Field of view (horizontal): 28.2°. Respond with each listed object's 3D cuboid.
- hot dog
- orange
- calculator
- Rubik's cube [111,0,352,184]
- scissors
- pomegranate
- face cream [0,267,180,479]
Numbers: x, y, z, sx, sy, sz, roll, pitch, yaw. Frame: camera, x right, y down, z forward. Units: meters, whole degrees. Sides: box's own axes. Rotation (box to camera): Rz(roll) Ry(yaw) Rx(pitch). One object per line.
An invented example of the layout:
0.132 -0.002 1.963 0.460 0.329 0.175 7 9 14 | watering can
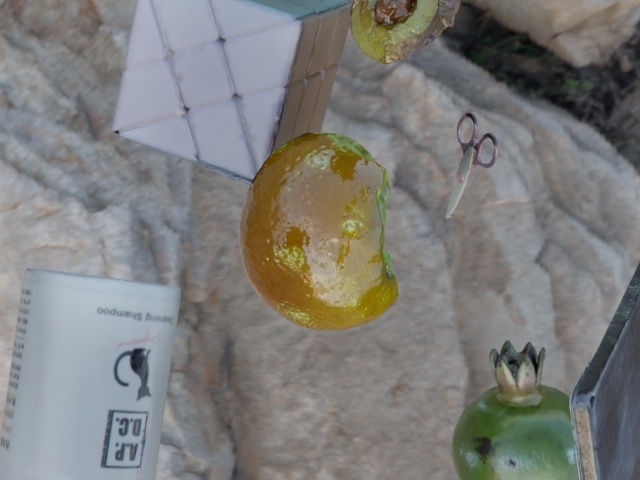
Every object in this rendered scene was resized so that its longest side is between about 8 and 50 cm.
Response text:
0.091 -0.264 1.345 0.123 0.261 0.093 -31 103 19 | hot dog
-0.003 0.005 1.438 0.158 0.179 0.237 -41 142 -39 | orange
0.251 0.120 1.018 0.261 0.021 0.161 -46 131 -52 | calculator
-0.114 -0.229 1.664 0.231 0.224 0.221 20 111 12 | Rubik's cube
0.206 -0.096 1.807 0.022 0.176 0.085 -19 53 -31 | scissors
0.258 0.239 1.631 0.187 0.187 0.225 -13 111 -24 | pomegranate
-0.218 0.215 1.148 0.145 0.145 0.369 7 88 -23 | face cream
